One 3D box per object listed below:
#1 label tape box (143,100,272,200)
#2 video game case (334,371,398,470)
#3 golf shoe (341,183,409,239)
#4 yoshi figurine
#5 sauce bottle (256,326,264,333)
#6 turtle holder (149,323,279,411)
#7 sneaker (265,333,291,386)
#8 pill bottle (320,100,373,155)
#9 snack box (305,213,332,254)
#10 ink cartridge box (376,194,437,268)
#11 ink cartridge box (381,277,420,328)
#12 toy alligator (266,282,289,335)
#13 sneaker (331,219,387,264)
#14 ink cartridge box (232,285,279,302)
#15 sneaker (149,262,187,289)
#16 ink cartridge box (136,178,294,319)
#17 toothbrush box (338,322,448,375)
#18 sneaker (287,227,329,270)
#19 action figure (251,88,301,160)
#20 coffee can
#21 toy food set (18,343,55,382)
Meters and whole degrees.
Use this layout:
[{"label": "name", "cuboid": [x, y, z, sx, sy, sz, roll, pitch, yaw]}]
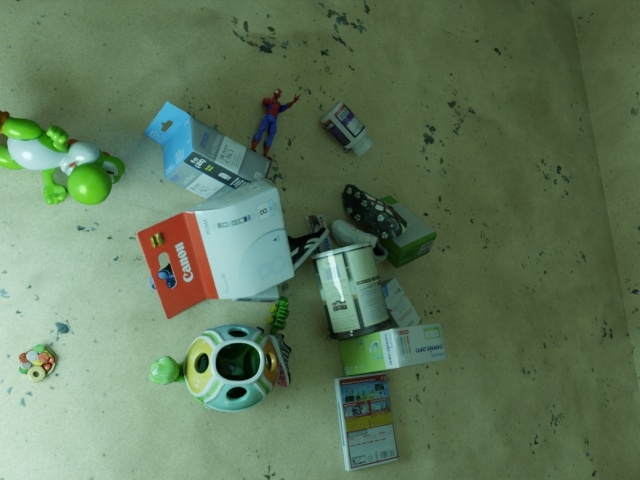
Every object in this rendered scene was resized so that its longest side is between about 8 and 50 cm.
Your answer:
[{"label": "label tape box", "cuboid": [-0.346, -0.230, 1.724, 0.334, 0.241, 0.105, 27, 63, -24]}, {"label": "video game case", "cuboid": [0.149, 0.580, 1.928, 0.204, 0.025, 0.285, 2, 74, -33]}, {"label": "golf shoe", "cuboid": [0.187, -0.101, 2.091, 0.120, 0.105, 0.273, -15, 51, -47]}, {"label": "yoshi figurine", "cuboid": [-0.685, -0.195, 1.527, 0.362, 0.204, 0.202, 15, 83, -32]}, {"label": "sauce bottle", "cuboid": [-0.202, 0.318, 1.766, 0.042, 0.042, 0.128, 32, 59, -22]}, {"label": "turtle holder", "cuboid": [-0.264, 0.324, 1.594, 0.320, 0.227, 0.243, 26, 69, -6]}, {"label": "sneaker", "cuboid": [-0.116, 0.356, 1.797, 0.075, 0.063, 0.170, -23, 96, -49]}, {"label": "pill bottle", "cuboid": [0.100, -0.403, 2.163, 0.193, 0.108, 0.108, 46, 55, -14]}, {"label": "snack box", "cuboid": [0.000, 0.000, 2.017, 0.064, 0.022, 0.178, -9, 80, -35]}, {"label": "ink cartridge box", "cuboid": [0.266, -0.040, 2.176, 0.189, 0.097, 0.255, -22, 53, -36]}, {"label": "ink cartridge box", "cuboid": [0.261, 0.236, 2.092, 0.104, 0.062, 0.181, -35, 95, -36]}, {"label": "toy alligator", "cuboid": [-0.119, 0.212, 1.849, 0.056, 0.051, 0.189, 29, 61, -24]}, {"label": "sneaker", "cuboid": [0.144, -0.005, 2.057, 0.232, 0.115, 0.090, 36, 58, -20]}, {"label": "ink cartridge box", "cuboid": [-0.214, 0.104, 1.840, 0.146, 0.045, 0.179, 5, 54, -32]}, {"label": "sneaker", "cuboid": [-0.386, 0.071, 1.707, 0.232, 0.081, 0.090, -16, 64, -33]}, {"label": "ink cartridge box", "cuboid": [-0.270, 0.039, 1.637, 0.385, 0.091, 0.308, -26, 128, -25]}, {"label": "toothbrush box", "cuboid": [0.226, 0.349, 1.895, 0.206, 0.283, 0.122, -1, 76, -33]}, {"label": "sneaker", "cuboid": [-0.071, 0.001, 1.923, 0.121, 0.079, 0.217, 43, 57, 0]}, {"label": "action figure", "cuboid": [-0.152, -0.408, 1.982, 0.092, 0.139, 0.280, 25, 60, -27]}, {"label": "coffee can", "cuboid": [0.098, 0.157, 1.904, 0.202, 0.202, 0.275, -12, 88, -36]}, {"label": "toy food set", "cuboid": [-0.692, 0.298, 1.453, 0.082, 0.020, 0.083, 49, 55, -11]}]
